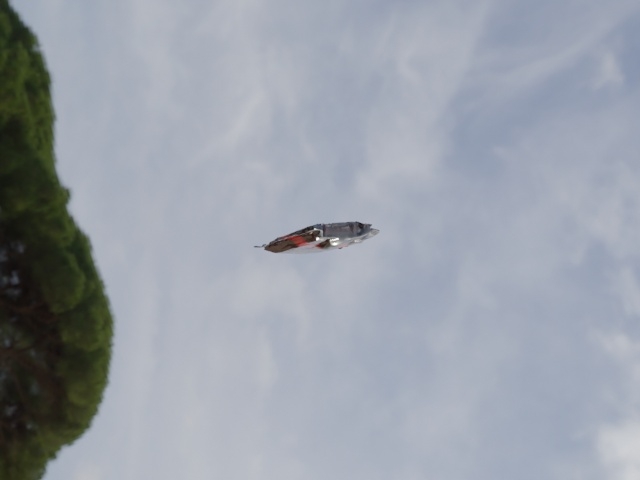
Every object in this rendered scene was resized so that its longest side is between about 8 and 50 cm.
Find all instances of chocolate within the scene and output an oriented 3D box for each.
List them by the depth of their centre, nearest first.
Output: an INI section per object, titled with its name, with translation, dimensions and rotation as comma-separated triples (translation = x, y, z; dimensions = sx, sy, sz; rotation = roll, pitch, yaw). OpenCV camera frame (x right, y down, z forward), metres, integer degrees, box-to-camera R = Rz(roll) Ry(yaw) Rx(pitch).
[chocolate]
translation = 0.000, 0.000, 1.208
dimensions = 0.086, 0.182, 0.028
rotation = -18, -97, 25
